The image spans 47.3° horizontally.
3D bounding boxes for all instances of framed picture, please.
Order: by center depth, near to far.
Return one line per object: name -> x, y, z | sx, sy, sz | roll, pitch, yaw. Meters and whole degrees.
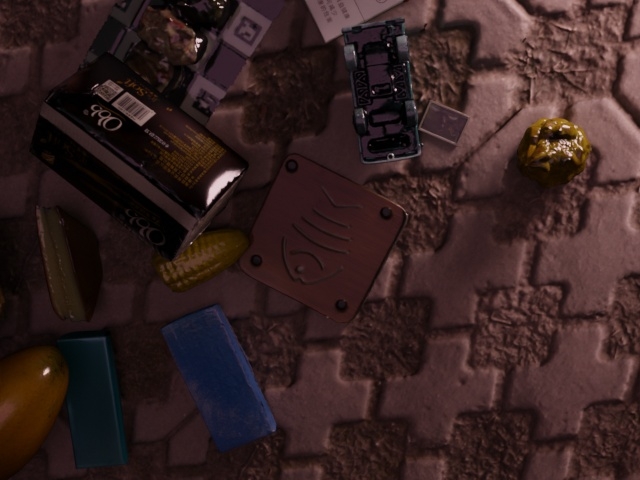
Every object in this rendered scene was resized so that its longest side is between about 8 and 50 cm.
framed picture -> 0.247, -0.235, 1.462 | 0.089, 0.007, 0.066 | 24, 103, 1

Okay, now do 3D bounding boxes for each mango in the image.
mango -> -0.669, 0.367, 1.535 | 0.221, 0.264, 0.378 | 43, 110, -12

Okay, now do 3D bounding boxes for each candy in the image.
candy -> -0.243, 0.032, 1.524 | 0.198, 0.094, 0.106 | -23, 92, 4

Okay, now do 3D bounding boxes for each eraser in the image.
eraser -> -0.221, 0.299, 1.595 | 0.144, 0.042, 0.312 | -23, 97, 11

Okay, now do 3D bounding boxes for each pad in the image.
pad -> 0.000, 0.000, 1.530 | 0.286, 0.018, 0.284 | 27, 103, 2

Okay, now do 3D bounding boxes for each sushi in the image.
sushi -> -0.296, -0.405, 1.441 | 0.296, 0.100, 0.373 | 36, 102, -1

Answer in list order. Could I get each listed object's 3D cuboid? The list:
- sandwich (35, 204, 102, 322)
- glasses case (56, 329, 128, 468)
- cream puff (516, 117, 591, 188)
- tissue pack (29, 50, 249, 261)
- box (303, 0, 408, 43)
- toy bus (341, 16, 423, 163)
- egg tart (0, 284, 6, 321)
sandwich -> -0.533, 0.043, 1.556 | 0.094, 0.096, 0.258 | -4, 102, 13
glasses case -> -0.500, 0.352, 1.626 | 0.117, 0.070, 0.301 | -4, 98, 1
cream puff -> 0.446, -0.168, 1.400 | 0.146, 0.116, 0.146 | 2, 100, 9
tissue pack -> -0.349, -0.165, 1.410 | 0.370, 0.210, 0.198 | 39, 143, -2
box -> 0.087, -0.499, 1.415 | 0.245, 0.035, 0.139 | -27, 96, 10
toy bus -> 0.120, -0.277, 1.397 | 0.128, 0.147, 0.256 | -7, 95, 9
egg tart -> -0.819, 0.050, 1.556 | 0.351, 0.153, 0.340 | 13, 101, 4
